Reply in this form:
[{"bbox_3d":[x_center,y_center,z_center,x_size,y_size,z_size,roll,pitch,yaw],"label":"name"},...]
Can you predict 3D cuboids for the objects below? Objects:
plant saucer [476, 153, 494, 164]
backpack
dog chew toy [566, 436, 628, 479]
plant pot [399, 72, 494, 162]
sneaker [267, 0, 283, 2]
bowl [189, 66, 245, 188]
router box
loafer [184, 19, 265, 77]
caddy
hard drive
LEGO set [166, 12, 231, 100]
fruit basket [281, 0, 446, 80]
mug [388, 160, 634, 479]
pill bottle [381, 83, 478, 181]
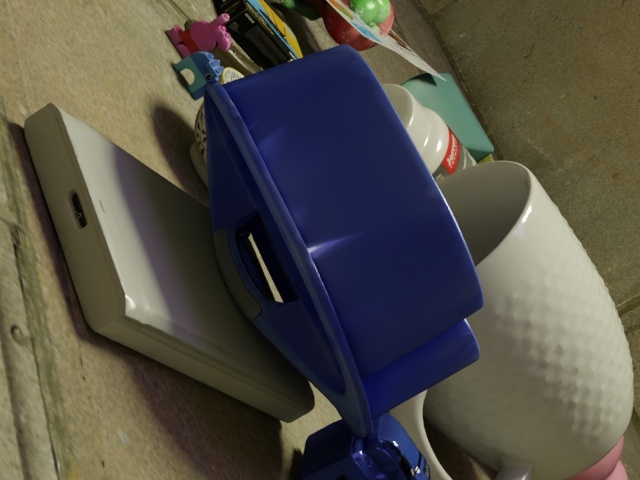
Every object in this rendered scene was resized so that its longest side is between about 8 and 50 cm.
[{"bbox_3d":[0.271,-0.052,2.540,0.241,0.037,0.241,179,-90,-79],"label":"plant saucer"},{"bbox_3d":[0.049,0.221,1.232,0.120,0.101,0.098,58,20,-14],"label":"backpack"},{"bbox_3d":[0.322,0.260,1.946,0.332,0.206,0.207,63,11,-17],"label":"dog chew toy"},{"bbox_3d":[0.156,-0.180,2.398,0.166,0.165,0.234,61,21,9],"label":"plant pot"},{"bbox_3d":[-0.165,-0.495,2.058,0.410,0.158,0.182,49,-30,10],"label":"sneaker"},{"bbox_3d":[-0.084,-0.088,1.476,0.170,0.080,0.170,53,14,-19],"label":"bowl"},{"bbox_3d":[-0.087,-0.304,2.015,0.179,0.046,0.133,45,19,-45],"label":"router box"},{"bbox_3d":[-0.113,-0.209,1.714,0.148,0.050,0.056,39,14,-11],"label":"loafer"},{"bbox_3d":[0.000,0.000,1.212,0.241,0.179,0.341,79,-14,-62],"label":"caddy"},{"bbox_3d":[-0.119,0.028,1.182,0.307,0.040,0.203,36,26,-57],"label":"hard drive"},{"bbox_3d":[-0.083,-0.166,1.620,0.227,0.093,0.087,57,13,-6],"label":"LEGO set"},{"bbox_3d":[0.039,-0.409,2.300,0.353,0.165,0.327,41,13,26],"label":"fruit basket"},{"bbox_3d":[0.197,0.148,1.646,0.328,0.276,0.374,53,46,-21],"label":"mug"},{"bbox_3d":[0.152,-0.106,2.193,0.283,0.161,0.161,45,19,-44],"label":"pill bottle"}]
